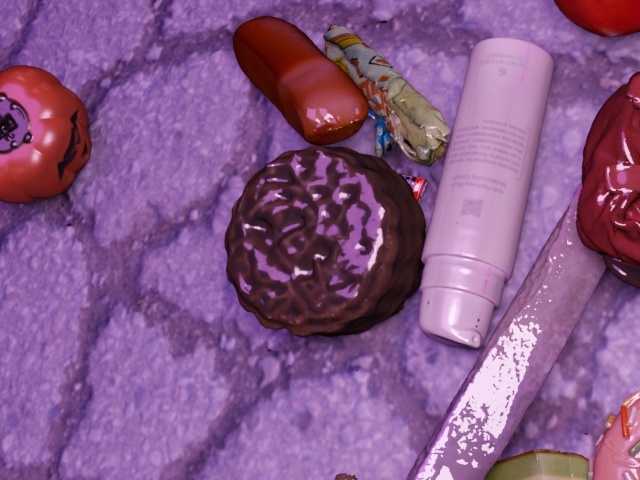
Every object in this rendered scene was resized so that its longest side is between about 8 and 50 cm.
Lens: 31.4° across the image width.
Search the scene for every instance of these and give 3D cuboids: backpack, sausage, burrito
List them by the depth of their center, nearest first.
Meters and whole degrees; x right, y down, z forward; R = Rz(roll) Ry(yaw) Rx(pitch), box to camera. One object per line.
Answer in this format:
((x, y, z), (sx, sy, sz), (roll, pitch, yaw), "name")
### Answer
((0.366, -0.058, 1.116), (0.229, 0.139, 0.229), (3, 64, -6), "backpack")
((0.071, -0.161, 1.357), (0.054, 0.104, 0.288), (-12, 38, -23), "burrito")
((-0.026, -0.196, 1.389), (0.089, 0.083, 0.300), (-13, 37, -19), "sausage")

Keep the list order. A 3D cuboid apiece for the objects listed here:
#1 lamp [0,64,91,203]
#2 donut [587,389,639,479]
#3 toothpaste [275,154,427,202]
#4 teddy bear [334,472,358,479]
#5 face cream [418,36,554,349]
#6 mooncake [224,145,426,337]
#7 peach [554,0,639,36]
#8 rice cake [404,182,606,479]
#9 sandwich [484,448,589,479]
((-0.404, -0.141, 1.552), (0.188, 0.164, 0.187), (-1, 82, 7), "lamp")
((0.343, 0.236, 1.054), (0.199, 0.085, 0.232), (-34, 57, 12), "donut")
((0.031, -0.059, 1.363), (0.194, 0.045, 0.071), (15, 86, 26), "toothpaste")
((0.077, 0.312, 1.171), (0.161, 0.078, 0.119), (14, 53, 14), "teddy bear")
((0.177, -0.049, 1.247), (0.102, 0.102, 0.345), (7, 73, 29), "face cream")
((0.000, 0.000, 1.285), (0.228, 0.124, 0.228), (-2, 85, 22), "mooncake")
((0.321, -0.318, 1.223), (0.190, 0.192, 0.190), (12, 116, 25), "peach")
((0.200, 0.118, 1.164), (0.070, 0.064, 0.399), (32, 79, 4), "rice cake")
((0.212, 0.261, 1.157), (0.116, 0.074, 0.074), (-33, 52, 50), "sandwich")
